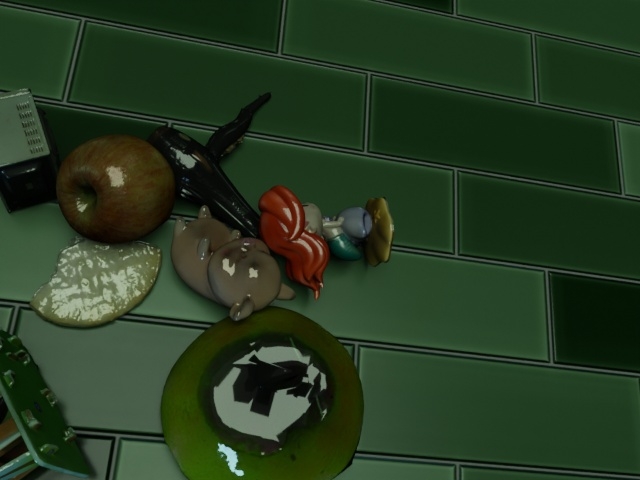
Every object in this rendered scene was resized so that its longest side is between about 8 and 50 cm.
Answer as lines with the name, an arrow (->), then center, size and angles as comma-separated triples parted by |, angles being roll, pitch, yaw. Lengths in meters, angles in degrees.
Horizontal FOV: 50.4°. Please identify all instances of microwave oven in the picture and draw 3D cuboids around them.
microwave oven -> -0.564, -0.166, 1.287 | 0.129, 0.205, 0.163 | -20, 77, -19

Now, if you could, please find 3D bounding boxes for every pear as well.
pear -> -0.089, 0.284, 1.243 | 0.399, 0.165, 0.398 | 6, 65, -12

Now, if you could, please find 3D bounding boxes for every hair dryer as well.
hair dryer -> -0.172, -0.196, 1.465 | 0.304, 0.120, 0.359 | 39, 57, -7

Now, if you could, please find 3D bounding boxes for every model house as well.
model house -> -0.602, 0.309, 1.035 | 0.324, 0.340, 0.300 | -35, 67, -10

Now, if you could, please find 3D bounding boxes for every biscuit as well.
biscuit -> -0.435, 0.068, 1.324 | 0.266, 0.040, 0.188 | -30, 82, -21

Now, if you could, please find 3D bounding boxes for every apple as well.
apple -> -0.386, -0.097, 1.293 | 0.211, 0.211, 0.188 | 41, 28, 3

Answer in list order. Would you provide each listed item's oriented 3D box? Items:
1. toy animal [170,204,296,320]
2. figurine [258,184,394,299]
toy animal -> -0.183, 0.051, 1.316 | 0.250, 0.154, 0.166 | 33, 47, 29
figurine -> 0.002, -0.003, 1.378 | 0.257, 0.208, 0.181 | -1, 35, -14
